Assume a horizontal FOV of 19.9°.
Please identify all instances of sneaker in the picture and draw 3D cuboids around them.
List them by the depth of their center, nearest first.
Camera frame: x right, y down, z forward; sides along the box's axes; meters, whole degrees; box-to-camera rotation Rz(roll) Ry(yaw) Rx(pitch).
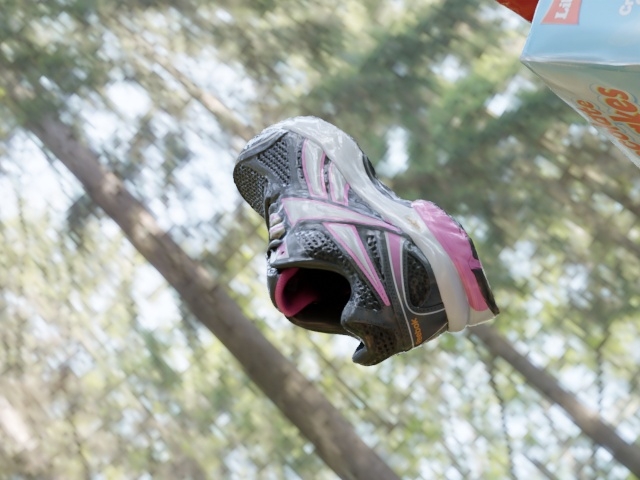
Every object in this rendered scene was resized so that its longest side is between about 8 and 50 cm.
[{"bbox_3d":[0.000,0.000,0.854,0.077,0.178,0.072,-30,-57,-19],"label":"sneaker"}]

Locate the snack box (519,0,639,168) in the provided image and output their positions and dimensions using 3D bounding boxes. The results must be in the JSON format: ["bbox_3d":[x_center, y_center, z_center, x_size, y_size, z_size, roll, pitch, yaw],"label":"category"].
[{"bbox_3d":[0.192,-0.161,0.651,0.187,0.060,0.322,34,-108,-43],"label":"snack box"}]

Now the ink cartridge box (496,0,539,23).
[{"bbox_3d":[0.253,-0.159,1.054,0.272,0.130,0.309,-38,-37,26],"label":"ink cartridge box"}]
